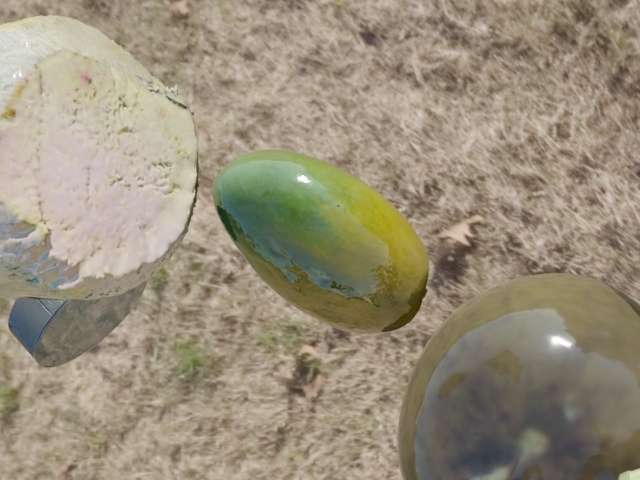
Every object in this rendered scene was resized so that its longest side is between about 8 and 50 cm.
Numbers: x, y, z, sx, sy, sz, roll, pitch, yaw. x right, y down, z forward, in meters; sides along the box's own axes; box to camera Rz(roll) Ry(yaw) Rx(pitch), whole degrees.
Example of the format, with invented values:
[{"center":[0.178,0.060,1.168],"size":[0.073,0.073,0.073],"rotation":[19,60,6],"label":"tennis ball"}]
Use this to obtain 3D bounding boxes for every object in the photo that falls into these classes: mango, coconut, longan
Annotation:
[{"center":[0.000,0.000,0.668],"size":[0.194,0.092,0.130],"rotation":[32,140,0],"label":"mango"},{"center":[-0.150,-0.038,0.437],"size":[0.152,0.147,0.147],"rotation":[1,80,46],"label":"coconut"},{"center":[0.232,0.191,0.858],"size":[0.319,0.319,0.319],"rotation":[-7,76,30],"label":"longan"}]

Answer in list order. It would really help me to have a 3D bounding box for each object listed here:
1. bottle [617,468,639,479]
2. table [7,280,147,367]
[{"center":[0.297,0.197,0.673],"size":[0.101,0.047,0.063],"rotation":[-28,95,22],"label":"bottle"},{"center":[-0.230,0.059,0.800],"size":[0.043,0.133,0.133],"rotation":[43,103,14],"label":"table"}]
